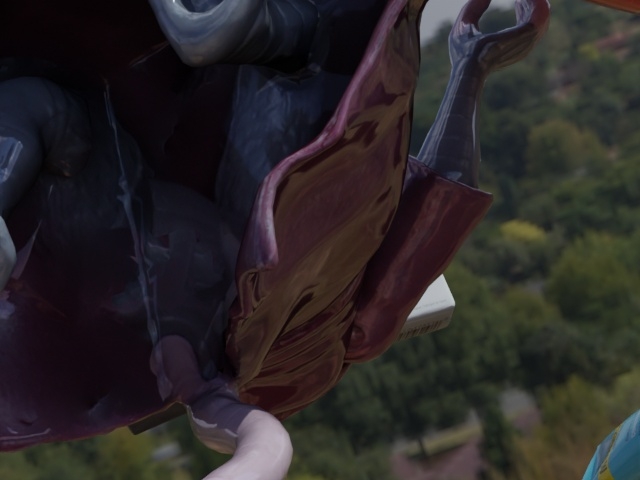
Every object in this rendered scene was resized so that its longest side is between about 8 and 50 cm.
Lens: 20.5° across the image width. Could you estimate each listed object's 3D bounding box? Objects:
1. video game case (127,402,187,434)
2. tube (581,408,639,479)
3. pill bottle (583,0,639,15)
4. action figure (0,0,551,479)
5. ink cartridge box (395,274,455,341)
[{"bbox_3d":[-0.060,0.044,1.576,0.248,0.035,0.275,-23,26,7],"label":"video game case"},{"bbox_3d":[0.256,0.145,1.332,0.080,0.052,0.207,-51,2,-40],"label":"tube"},{"bbox_3d":[0.185,-0.185,0.657,0.407,0.229,0.229,13,-2,-11],"label":"pill bottle"},{"bbox_3d":[-0.020,0.007,0.652,0.248,0.276,0.370,-8,-19,4],"label":"action figure"},{"bbox_3d":[0.000,0.000,1.315,0.145,0.179,0.045,-14,-27,-17],"label":"ink cartridge box"}]
